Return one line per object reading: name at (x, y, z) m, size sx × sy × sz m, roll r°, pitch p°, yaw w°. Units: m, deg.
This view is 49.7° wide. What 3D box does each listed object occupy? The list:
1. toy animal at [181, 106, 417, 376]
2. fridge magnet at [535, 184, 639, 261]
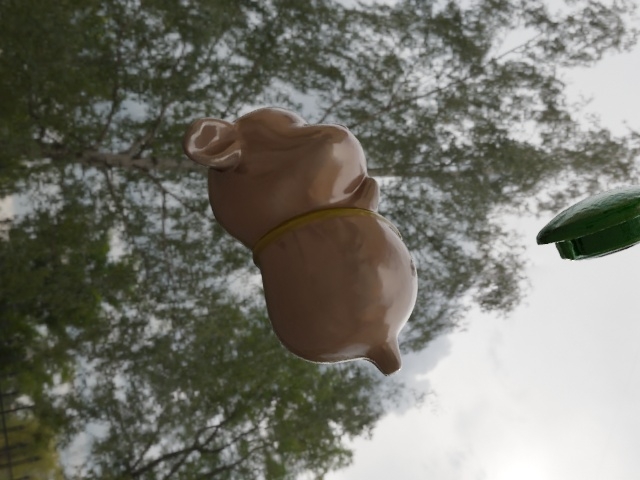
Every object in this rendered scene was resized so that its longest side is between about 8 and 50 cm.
toy animal at (-0.001, 0.002, 0.580) m, size 0.248 × 0.149 × 0.165 m, roll 54°, pitch -18°, yaw 13°
fridge magnet at (0.430, -0.028, 1.047) m, size 0.208 × 0.208 × 0.088 m, roll -24°, pitch -93°, yaw 61°
